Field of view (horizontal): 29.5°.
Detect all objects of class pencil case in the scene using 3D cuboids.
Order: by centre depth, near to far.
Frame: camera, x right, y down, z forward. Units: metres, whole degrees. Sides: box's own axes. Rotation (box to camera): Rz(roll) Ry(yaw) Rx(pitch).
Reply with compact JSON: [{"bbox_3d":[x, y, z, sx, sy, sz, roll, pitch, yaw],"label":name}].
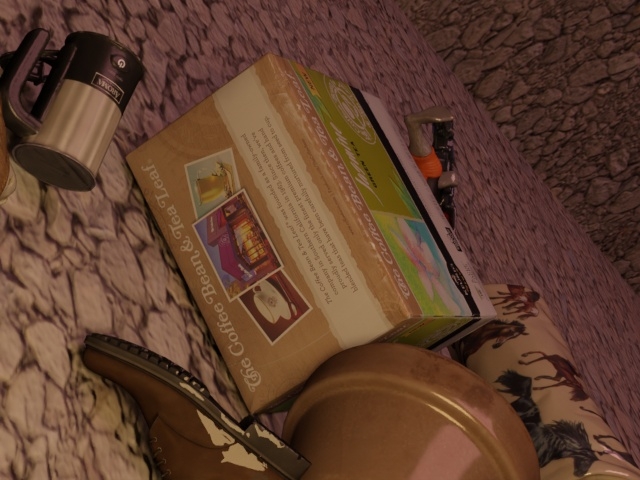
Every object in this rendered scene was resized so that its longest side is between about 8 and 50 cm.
[{"bbox_3d":[0.292,0.235,1.597,0.183,0.160,0.410,52,12,-36],"label":"pencil case"}]

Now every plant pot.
[{"bbox_3d":[0.053,0.264,1.140,0.263,0.263,0.229,53,37,-10],"label":"plant pot"}]

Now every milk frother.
[{"bbox_3d":[-0.264,-0.127,1.191,0.129,0.143,0.135,29,64,-19],"label":"milk frother"}]

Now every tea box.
[{"bbox_3d":[0.000,0.000,1.411,0.329,0.220,0.323,62,21,14],"label":"tea box"}]

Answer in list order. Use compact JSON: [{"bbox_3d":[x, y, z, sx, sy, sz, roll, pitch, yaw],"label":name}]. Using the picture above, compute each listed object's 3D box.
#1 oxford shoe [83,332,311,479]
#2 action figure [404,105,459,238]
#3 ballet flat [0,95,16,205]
[{"bbox_3d":[-0.126,0.165,1.066,0.227,0.096,0.083,37,-5,4],"label":"oxford shoe"},{"bbox_3d":[0.117,-0.063,1.757,0.330,0.178,0.341,93,0,-62],"label":"action figure"},{"bbox_3d":[-0.313,-0.099,1.032,0.124,0.116,0.342,64,4,-49],"label":"ballet flat"}]
